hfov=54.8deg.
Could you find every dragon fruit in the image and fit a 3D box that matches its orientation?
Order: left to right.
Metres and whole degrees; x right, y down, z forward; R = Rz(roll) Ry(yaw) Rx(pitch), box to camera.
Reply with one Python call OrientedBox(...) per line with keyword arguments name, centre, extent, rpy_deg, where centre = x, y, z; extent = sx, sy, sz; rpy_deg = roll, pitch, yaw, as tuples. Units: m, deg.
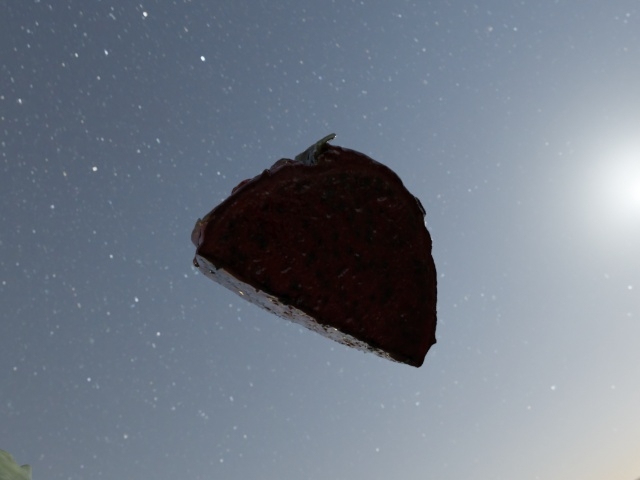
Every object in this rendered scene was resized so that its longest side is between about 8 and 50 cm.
OrientedBox(name="dragon fruit", centre=(0.000, 0.000, 0.740), extent=(0.317, 0.152, 0.205), rpy_deg=(31, -107, -24))

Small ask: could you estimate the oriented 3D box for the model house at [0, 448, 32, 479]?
OrientedBox(name="model house", centre=(-0.303, 0.260, 0.375), extent=(0.321, 0.266, 0.261), rpy_deg=(43, -115, -51))
